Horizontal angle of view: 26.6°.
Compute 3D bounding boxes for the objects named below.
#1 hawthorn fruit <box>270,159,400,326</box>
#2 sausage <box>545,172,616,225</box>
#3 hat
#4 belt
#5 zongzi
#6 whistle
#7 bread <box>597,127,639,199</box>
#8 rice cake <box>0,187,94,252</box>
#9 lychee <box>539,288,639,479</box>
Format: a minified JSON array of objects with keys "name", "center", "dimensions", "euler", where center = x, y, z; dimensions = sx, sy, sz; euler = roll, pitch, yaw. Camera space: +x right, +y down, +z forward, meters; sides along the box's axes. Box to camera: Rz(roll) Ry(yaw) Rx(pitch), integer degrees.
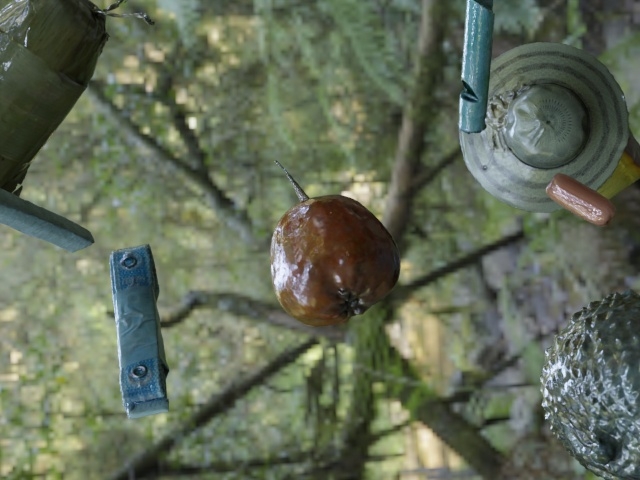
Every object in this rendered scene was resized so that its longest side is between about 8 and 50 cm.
[{"name":"hawthorn fruit","center":[0.016,0.009,1.528],"dimensions":[0.149,0.149,0.189],"euler":[101,170,-56]},{"name":"sausage","center":[0.294,-0.046,1.523],"dimensions":[0.034,0.083,0.034],"euler":[-53,-14,-19]},{"name":"hat","center":[0.318,-0.161,1.914],"dimensions":[0.110,0.252,0.252],"euler":[-9,-83,-83]},{"name":"belt","center":[-0.262,0.131,1.968],"dimensions":[0.087,0.072,0.302],"euler":[87,173,-49]},{"name":"zongzi","center":[-0.448,-0.286,2.037],"dimensions":[0.447,0.181,0.418],"euler":[-51,28,6]},{"name":"whistle","center":[0.192,-0.218,1.659],"dimensions":[0.039,0.039,0.186],"euler":[-104,11,-51]},{"name":"bread","center":[0.405,-0.182,2.148],"dimensions":[0.270,0.148,0.270],"euler":[48,-165,-17]},{"name":"rice cake","center":[-0.329,-0.022,1.563],"dimensions":[0.170,0.033,0.029],"euler":[28,-147,-51]},{"name":"lychee","center":[0.426,0.201,1.848],"dimensions":[0.274,0.255,0.255],"euler":[-45,-29,-43]}]
